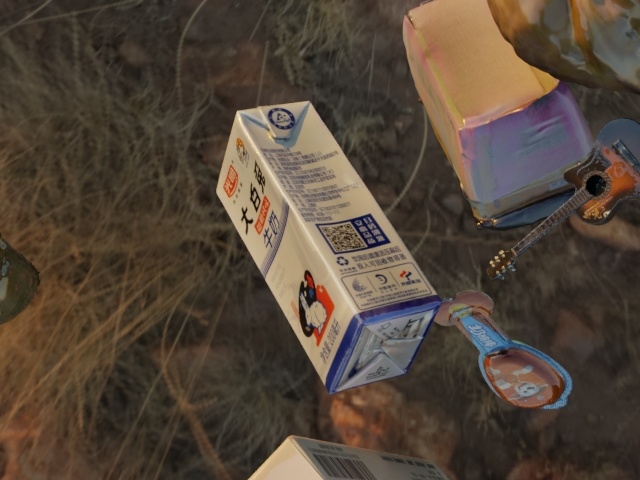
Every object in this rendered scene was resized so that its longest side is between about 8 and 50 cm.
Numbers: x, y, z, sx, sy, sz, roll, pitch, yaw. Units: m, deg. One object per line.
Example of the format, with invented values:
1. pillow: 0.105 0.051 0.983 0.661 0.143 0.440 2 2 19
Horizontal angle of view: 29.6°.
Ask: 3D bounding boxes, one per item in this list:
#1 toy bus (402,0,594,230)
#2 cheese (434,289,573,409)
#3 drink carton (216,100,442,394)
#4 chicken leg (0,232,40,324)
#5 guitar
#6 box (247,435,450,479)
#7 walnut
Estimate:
1. toy bus: 0.215 -0.189 1.514 0.171 0.386 0.162 -18 124 1
2. cheese: 0.229 0.144 1.523 0.106 0.037 0.256 -24 127 32
3. drink carton: 0.000 0.000 1.313 0.106 0.315 0.130 -10 141 -29
4. chicken leg: -0.228 -0.007 0.647 0.085 0.069 0.198 16 158 28
5. guitar: 0.267 -0.033 1.292 0.233 0.025 0.088 -42 69 21
6. box: -0.010 0.275 1.046 0.214 0.353 0.069 -47 63 7
7. walnut: 0.338 -0.292 1.263 0.306 0.344 0.306 -3 85 40
